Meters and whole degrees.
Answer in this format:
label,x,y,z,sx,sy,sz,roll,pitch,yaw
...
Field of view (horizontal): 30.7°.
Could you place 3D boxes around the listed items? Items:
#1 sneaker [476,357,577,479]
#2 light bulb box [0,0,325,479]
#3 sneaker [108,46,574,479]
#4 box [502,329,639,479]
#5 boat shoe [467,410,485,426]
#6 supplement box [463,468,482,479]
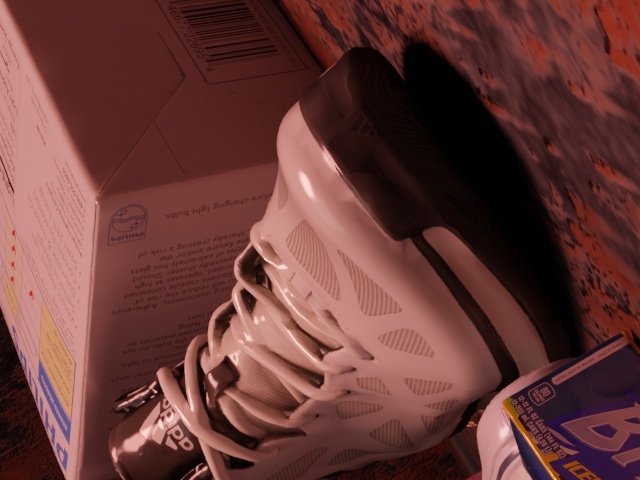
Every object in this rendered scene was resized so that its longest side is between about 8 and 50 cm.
label,x,y,z,sx,sy,sz,roll,pitch,yaw
sneaker,0.131,0.156,0.602,0.091,0.094,0.258,63,180,33
light bulb box,-0.161,-0.044,1.027,0.358,0.225,0.361,59,149,35
sneaker,-0.012,0.079,0.661,0.169,0.258,0.447,58,178,21
box,0.133,0.115,0.409,0.169,0.059,0.054,57,175,40
boat shoe,0.138,0.144,1.053,0.050,0.045,0.135,59,178,15
supplement box,0.179,0.254,1.154,0.055,0.083,0.043,60,178,-28
